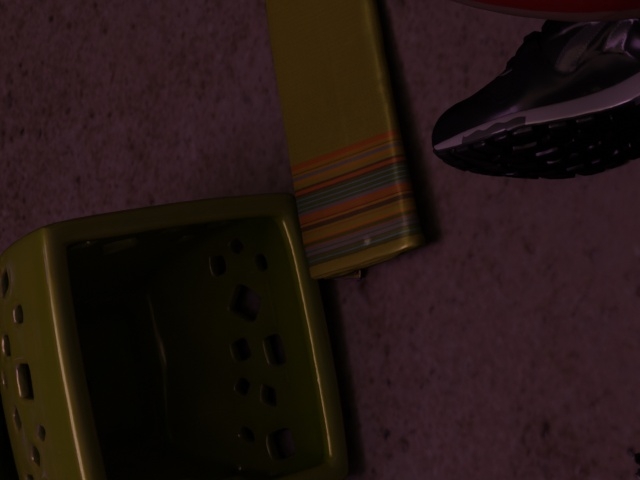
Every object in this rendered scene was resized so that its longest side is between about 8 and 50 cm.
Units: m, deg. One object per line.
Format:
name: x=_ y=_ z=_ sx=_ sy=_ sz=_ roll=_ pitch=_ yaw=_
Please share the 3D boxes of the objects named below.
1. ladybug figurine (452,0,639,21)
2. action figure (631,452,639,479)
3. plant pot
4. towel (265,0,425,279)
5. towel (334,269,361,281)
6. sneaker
ladybug figurine: x=0.095 y=-0.279 z=1.003 sx=0.449 sy=0.162 sz=0.305 roll=20 pitch=108 yaw=18
action figure: x=0.275 y=0.164 z=1.068 sx=0.185 sy=0.099 sz=0.285 roll=44 pitch=125 yaw=21
plant pot: x=-0.141 y=0.099 z=1.363 sx=0.207 sy=0.228 sz=0.227 roll=-14 pitch=85 yaw=52
towel: x=0.016 y=-0.096 z=1.334 sx=0.102 sy=0.021 sz=0.237 roll=-17 pitch=77 yaw=36
towel: x=0.000 y=0.000 z=1.367 sx=0.083 sy=0.009 sz=0.060 roll=2 pitch=95 yaw=42
sneaker: x=0.191 y=-0.127 z=1.139 sx=0.283 sy=0.107 sz=0.124 roll=-20 pitch=66 yaw=37
